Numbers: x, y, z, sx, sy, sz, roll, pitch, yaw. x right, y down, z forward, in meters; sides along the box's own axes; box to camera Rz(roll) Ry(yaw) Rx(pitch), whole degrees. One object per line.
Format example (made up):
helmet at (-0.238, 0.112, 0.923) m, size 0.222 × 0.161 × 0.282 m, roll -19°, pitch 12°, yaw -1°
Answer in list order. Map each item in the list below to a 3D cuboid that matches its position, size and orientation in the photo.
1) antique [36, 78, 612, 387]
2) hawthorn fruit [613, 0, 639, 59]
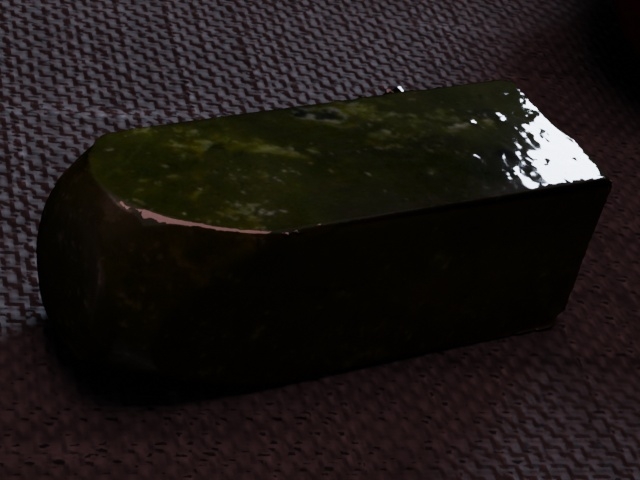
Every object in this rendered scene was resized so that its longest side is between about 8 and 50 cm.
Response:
antique at (0.000, 0.000, 0.609) m, size 0.221 × 0.081 × 0.080 m, roll -11°, pitch 43°, yaw -30°
hawthorn fruit at (0.244, -0.192, 0.852) m, size 0.210 × 0.210 × 0.262 m, roll 6°, pitch 27°, yaw -12°
